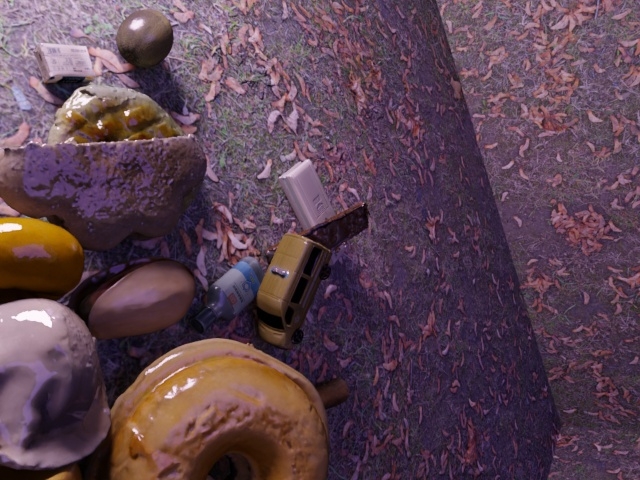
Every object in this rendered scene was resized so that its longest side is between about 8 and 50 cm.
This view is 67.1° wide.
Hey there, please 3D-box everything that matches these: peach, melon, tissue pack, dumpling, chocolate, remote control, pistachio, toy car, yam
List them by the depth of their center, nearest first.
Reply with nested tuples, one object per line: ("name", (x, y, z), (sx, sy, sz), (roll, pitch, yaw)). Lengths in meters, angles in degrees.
("dumpling", (-0.359, 0.185, 0.636), (0.243, 0.175, 0.226), (1, 49, -53))
("peach", (-0.431, 0.031, 0.683), (0.179, 0.179, 0.103), (20, 58, -47))
("pistachio", (-0.315, 0.096, 0.841), (0.215, 0.144, 0.143), (-14, 92, -53))
("tissue pack", (-0.448, -0.309, 0.847), (0.083, 0.042, 0.062), (-24, 99, -50))
("melon", (-0.343, -0.400, 0.953), (0.098, 0.098, 0.130), (48, 52, -32))
("toy car", (-0.074, 0.114, 1.094), (0.124, 0.101, 0.256), (34, 76, -51))
("yam", (-0.052, 0.386, 1.137), (0.357, 0.081, 0.081), (2, 80, -50))
("chocolate", (-0.004, -0.004, 1.234), (0.329, 0.065, 0.102), (-29, 121, -29))
("remote control", (-0.015, -0.072, 1.308), (0.103, 0.056, 0.277), (-48, 120, -44))

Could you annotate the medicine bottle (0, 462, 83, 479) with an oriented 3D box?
("medicine bottle", (-0.396, 0.413, 0.585), (0.238, 0.238, 0.231), (-20, 98, -51))

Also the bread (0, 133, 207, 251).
("bread", (-0.334, -0.081, 0.791), (0.337, 0.102, 0.183), (-17, 101, -46))

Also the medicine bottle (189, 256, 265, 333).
("medicine bottle", (-0.197, 0.120, 1.041), (0.208, 0.054, 0.090), (-46, 121, -46))

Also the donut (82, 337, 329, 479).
("donut", (-0.174, 0.389, 0.841), (0.449, 0.198, 0.448), (2, 86, -33))

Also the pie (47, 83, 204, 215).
("pie", (-0.354, -0.148, 0.904), (0.306, 0.071, 0.306), (14, 72, -47))
